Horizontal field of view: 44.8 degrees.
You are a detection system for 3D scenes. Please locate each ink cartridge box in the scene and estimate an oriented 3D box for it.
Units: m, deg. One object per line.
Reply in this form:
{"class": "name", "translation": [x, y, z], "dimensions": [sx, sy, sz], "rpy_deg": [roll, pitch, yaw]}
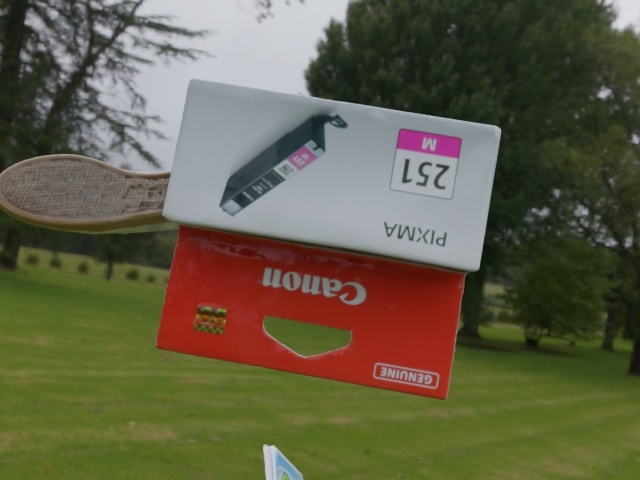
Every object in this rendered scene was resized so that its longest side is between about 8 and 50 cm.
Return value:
{"class": "ink cartridge box", "translation": [0.000, 0.000, 0.678], "dimensions": [0.275, 0.238, 0.060], "rpy_deg": [10, -6, 3]}

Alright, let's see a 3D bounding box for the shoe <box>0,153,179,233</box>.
{"class": "shoe", "translation": [-0.190, -0.034, 0.733], "dimensions": [0.219, 0.076, 0.058], "rpy_deg": [0, -27, -24]}

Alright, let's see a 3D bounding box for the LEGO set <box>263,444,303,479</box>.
{"class": "LEGO set", "translation": [0.032, 0.239, 0.377], "dimensions": [0.060, 0.244, 0.182], "rpy_deg": [-17, -40, 10]}
